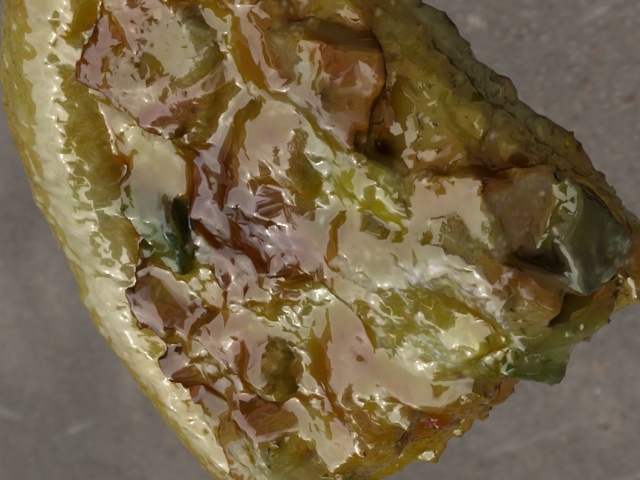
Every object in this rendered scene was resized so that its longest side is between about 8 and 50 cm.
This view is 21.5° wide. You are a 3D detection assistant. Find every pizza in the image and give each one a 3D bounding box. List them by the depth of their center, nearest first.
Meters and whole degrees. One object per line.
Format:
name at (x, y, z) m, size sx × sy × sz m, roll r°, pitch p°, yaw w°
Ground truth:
pizza at (0.000, 0.000, 0.469) m, size 0.197 × 0.058 × 0.292 m, roll 14°, pitch 136°, yaw 23°
